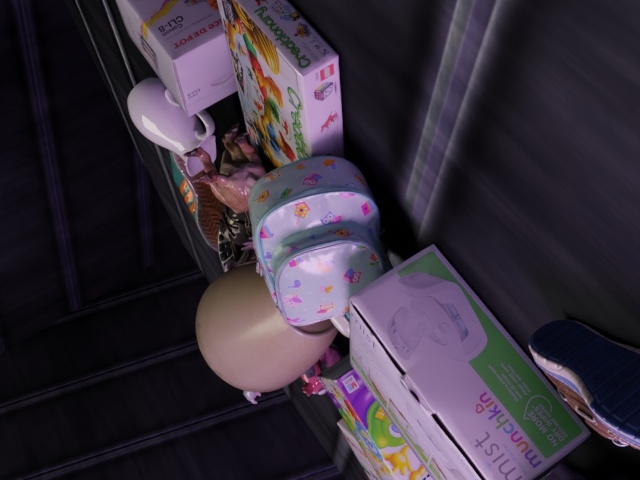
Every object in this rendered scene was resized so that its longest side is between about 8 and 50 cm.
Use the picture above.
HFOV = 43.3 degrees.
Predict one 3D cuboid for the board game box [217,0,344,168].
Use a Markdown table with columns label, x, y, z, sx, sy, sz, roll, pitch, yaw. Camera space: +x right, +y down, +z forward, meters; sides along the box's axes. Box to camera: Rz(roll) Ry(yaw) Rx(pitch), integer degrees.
| label | x | y | z | sx | sy | sz | roll | pitch | yaw |
| --- | --- | --- | --- | --- | --- | --- | --- | --- | --- |
| board game box | -0.043 | -0.175 | 1.003 | 0.193 | 0.053 | 0.305 | 52 | 166 | 26 |

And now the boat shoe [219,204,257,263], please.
| label | x | y | z | sx | sy | sz | roll | pitch | yaw |
| --- | --- | --- | --- | --- | --- | --- | --- | --- | --- |
| boat shoe | -0.168 | -0.034 | 1.715 | 0.103 | 0.092 | 0.285 | 52 | 166 | 26 |

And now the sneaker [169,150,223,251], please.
| label | x | y | z | sx | sy | sz | roll | pitch | yaw |
| --- | --- | --- | --- | --- | --- | --- | --- | --- | --- |
| sneaker | -0.281 | -0.120 | 1.938 | 0.121 | 0.108 | 0.302 | 30 | 141 | 66 |

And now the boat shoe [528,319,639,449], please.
| label | x | y | z | sx | sy | sz | roll | pitch | yaw |
| --- | --- | --- | --- | --- | --- | --- | --- | --- | --- |
| boat shoe | 0.236 | 0.122 | 0.634 | 0.066 | 0.066 | 0.183 | 58 | 178 | -22 |

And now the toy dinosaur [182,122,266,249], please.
| label | x | y | z | sx | sy | sz | roll | pitch | yaw |
| --- | --- | --- | --- | --- | --- | --- | --- | --- | --- |
| toy dinosaur | -0.134 | -0.085 | 1.427 | 0.200 | 0.127 | 0.296 | 57 | 175 | -26 |

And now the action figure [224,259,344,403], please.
| label | x | y | z | sx | sy | sz | roll | pitch | yaw |
| --- | --- | --- | --- | --- | --- | --- | --- | --- | --- |
| action figure | -0.055 | 0.213 | 1.765 | 0.370 | 0.248 | 0.276 | -143 | 49 | -60 |

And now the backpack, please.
| label | x | y | z | sx | sy | sz | roll | pitch | yaw |
| --- | --- | --- | --- | --- | --- | --- | --- | --- | --- |
| backpack | 0.000 | 0.000 | 0.965 | 0.144 | 0.165 | 0.188 | -100 | -5 | -55 |

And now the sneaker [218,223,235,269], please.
| label | x | y | z | sx | sy | sz | roll | pitch | yaw |
| --- | --- | --- | --- | --- | --- | --- | --- | --- | --- |
| sneaker | -0.179 | 0.051 | 1.931 | 0.122 | 0.110 | 0.283 | 44 | 161 | 58 |

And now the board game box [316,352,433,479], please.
| label | x | y | z | sx | sy | sz | roll | pitch | yaw |
| --- | --- | --- | --- | --- | --- | --- | --- | --- | --- |
| board game box | 0.136 | 0.279 | 1.179 | 0.275 | 0.144 | 0.142 | 58 | 167 | 0 |

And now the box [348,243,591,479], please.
| label | x | y | z | sx | sy | sz | roll | pitch | yaw |
| --- | --- | --- | --- | --- | --- | --- | --- | --- | --- |
| box | 0.149 | 0.176 | 0.925 | 0.262 | 0.126 | 0.231 | 53 | 166 | 24 |

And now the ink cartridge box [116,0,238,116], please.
| label | x | y | z | sx | sy | sz | roll | pitch | yaw |
| --- | --- | --- | --- | --- | --- | --- | --- | --- | --- |
| ink cartridge box | -0.176 | -0.286 | 1.081 | 0.176 | 0.128 | 0.127 | 53 | 166 | 20 |

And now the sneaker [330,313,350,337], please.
| label | x | y | z | sx | sy | sz | roll | pitch | yaw |
| --- | --- | --- | --- | --- | --- | --- | --- | --- | --- |
| sneaker | 0.020 | 0.014 | 1.171 | 0.275 | 0.107 | 0.110 | 49 | 146 | 18 |

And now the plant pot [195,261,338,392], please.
| label | x | y | z | sx | sy | sz | roll | pitch | yaw |
| --- | --- | --- | --- | --- | --- | --- | --- | --- | --- |
| plant pot | -0.070 | 0.138 | 1.481 | 0.256 | 0.256 | 0.274 | 58 | 152 | 1 |

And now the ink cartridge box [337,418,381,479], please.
| label | x | y | z | sx | sy | sz | roll | pitch | yaw |
| --- | --- | --- | --- | --- | --- | --- | --- | --- | --- |
| ink cartridge box | 0.166 | 0.445 | 1.508 | 0.278 | 0.117 | 0.201 | 61 | 167 | -11 |

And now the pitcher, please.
| label | x | y | z | sx | sy | sz | roll | pitch | yaw |
| --- | --- | --- | --- | --- | --- | --- | --- | --- | --- |
| pitcher | -0.305 | -0.261 | 1.695 | 0.207 | 0.125 | 0.178 | 45 | 144 | 10 |
